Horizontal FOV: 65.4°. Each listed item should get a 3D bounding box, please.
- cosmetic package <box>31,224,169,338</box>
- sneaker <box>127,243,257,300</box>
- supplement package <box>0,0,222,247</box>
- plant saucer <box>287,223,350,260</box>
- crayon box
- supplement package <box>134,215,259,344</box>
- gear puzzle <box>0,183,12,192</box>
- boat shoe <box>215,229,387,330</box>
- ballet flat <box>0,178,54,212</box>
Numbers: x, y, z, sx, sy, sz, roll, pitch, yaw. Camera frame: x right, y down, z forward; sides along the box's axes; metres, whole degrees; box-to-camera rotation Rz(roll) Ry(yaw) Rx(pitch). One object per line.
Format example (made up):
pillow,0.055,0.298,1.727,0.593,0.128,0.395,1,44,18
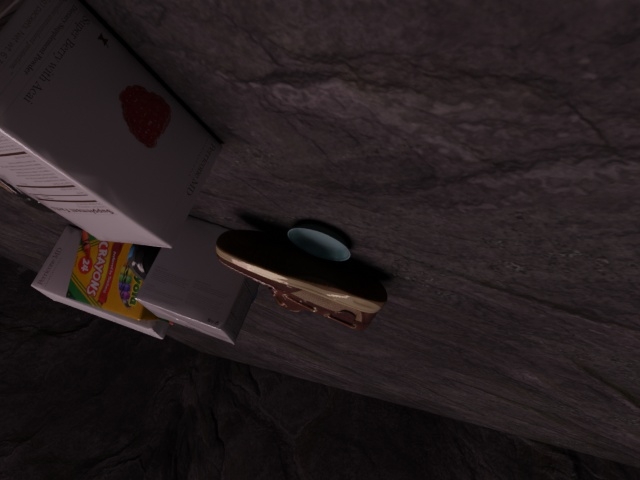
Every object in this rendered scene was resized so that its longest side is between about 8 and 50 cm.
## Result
cosmetic package,-0.621,0.128,1.509,0.385,0.217,0.156,18,159,3
sneaker,-0.303,0.077,1.231,0.140,0.125,0.341,2,161,44
supplement package,-0.304,-0.139,0.634,0.175,0.177,0.293,4,153,35
plant saucer,0.000,0.000,0.896,0.119,0.021,0.119,18,159,7
crayon box,-0.512,0.089,1.323,0.318,0.202,0.081,11,176,22
supplement package,-0.243,0.084,1.072,0.194,0.203,0.149,18,159,8
gear puzzle,-0.705,-0.190,1.076,0.175,0.044,0.339,24,155,-3
boat shoe,-0.047,0.088,0.964,0.342,0.123,0.123,20,120,-10
ballet flat,-0.579,-0.122,1.007,0.096,0.095,0.280,17,166,23
